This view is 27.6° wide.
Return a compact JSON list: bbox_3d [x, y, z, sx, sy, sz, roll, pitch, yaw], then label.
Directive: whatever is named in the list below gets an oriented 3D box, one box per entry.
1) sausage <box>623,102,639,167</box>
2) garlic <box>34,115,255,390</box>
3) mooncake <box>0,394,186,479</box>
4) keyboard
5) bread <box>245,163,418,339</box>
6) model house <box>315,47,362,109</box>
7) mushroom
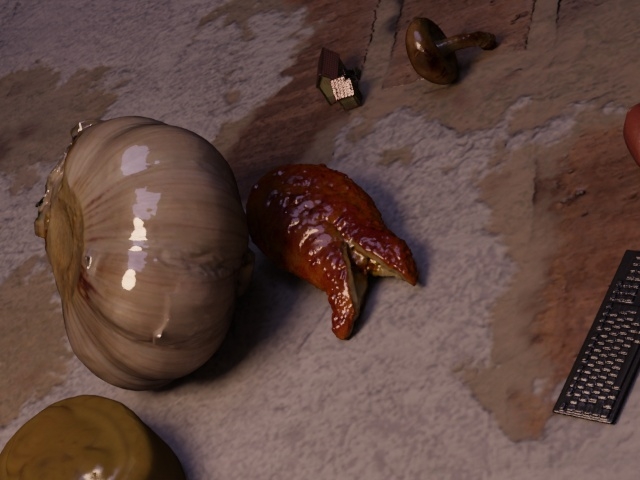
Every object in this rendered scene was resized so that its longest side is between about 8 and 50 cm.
[{"bbox_3d":[0.355,-0.108,1.394,0.054,0.059,0.094,-40,37,25],"label":"sausage"},{"bbox_3d":[-0.199,0.012,1.500,0.241,0.322,0.322,-23,35,-16],"label":"garlic"},{"bbox_3d":[-0.260,0.272,1.398,0.235,0.117,0.235,-23,37,18],"label":"mooncake"},{"bbox_3d":[0.290,0.090,1.268,0.067,0.011,0.202,7,54,39],"label":"keyboard"},{"bbox_3d":[0.005,-0.007,1.517,0.139,0.095,0.269,-44,42,0],"label":"bread"},{"bbox_3d":[0.023,-0.217,1.754,0.057,0.058,0.083,-16,41,22],"label":"model house"},{"bbox_3d":[0.164,-0.241,1.674,0.130,0.073,0.088,-4,55,-23],"label":"mushroom"}]
